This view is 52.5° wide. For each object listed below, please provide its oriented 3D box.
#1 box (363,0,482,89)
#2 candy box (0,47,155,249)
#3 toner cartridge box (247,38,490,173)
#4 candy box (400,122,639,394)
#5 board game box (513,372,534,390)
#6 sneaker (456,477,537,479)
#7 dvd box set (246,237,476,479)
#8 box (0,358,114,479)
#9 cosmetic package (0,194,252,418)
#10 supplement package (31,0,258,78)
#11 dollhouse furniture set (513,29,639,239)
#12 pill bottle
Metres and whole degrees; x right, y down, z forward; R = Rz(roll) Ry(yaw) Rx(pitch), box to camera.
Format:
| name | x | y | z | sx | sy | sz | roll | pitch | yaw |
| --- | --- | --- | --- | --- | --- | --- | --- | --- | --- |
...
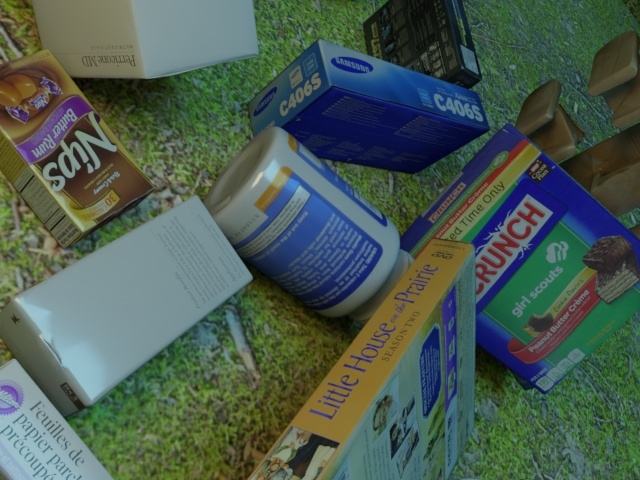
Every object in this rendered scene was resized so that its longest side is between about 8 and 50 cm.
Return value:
| name | x | y | z | sx | sy | sz | roll | pitch | yaw |
| --- | --- | --- | --- | --- | --- | --- | --- | --- | --- |
| box | 0.167 | -0.328 | 1.112 | 0.059 | 0.183 | 0.232 | 14 | 58 | -39 |
| candy box | -0.273 | -0.097 | 0.673 | 0.186 | 0.053 | 0.109 | 54 | 42 | -8 |
| toner cartridge box | 0.082 | -0.184 | 0.970 | 0.348 | 0.165 | 0.075 | 4 | 65 | -43 |
| candy box | 0.306 | 0.033 | 0.965 | 0.317 | 0.268 | 0.122 | 37 | 16 | -16 |
| board game box | 0.349 | 0.194 | 1.120 | 0.090 | 0.020 | 0.090 | 52 | 44 | -7 |
| sneaker | 0.256 | 0.375 | 0.838 | 0.300 | 0.121 | 0.111 | 9 | 89 | -39 |
| dvd box set | 0.073 | 0.230 | 0.698 | 0.420 | 0.062 | 0.307 | -45 | 136 | -46 |
| box | -0.192 | 0.250 | 0.552 | 0.324 | 0.067 | 0.063 | 54 | 43 | -7 |
| cosmetic package | -0.187 | 0.058 | 0.648 | 0.231 | 0.085 | 0.117 | -37 | 95 | -45 |
| supplement package | -0.200 | -0.331 | 0.686 | 0.175 | 0.177 | 0.293 | -31 | 122 | -47 |
| dollhouse furniture set | 0.466 | -0.116 | 1.123 | 0.362 | 0.394 | 0.256 | 46 | 44 | -14 |
| pill bottle | 0.000 | 0.000 | 0.802 | 0.272 | 0.152 | 0.152 | 39 | 47 | -22 |
